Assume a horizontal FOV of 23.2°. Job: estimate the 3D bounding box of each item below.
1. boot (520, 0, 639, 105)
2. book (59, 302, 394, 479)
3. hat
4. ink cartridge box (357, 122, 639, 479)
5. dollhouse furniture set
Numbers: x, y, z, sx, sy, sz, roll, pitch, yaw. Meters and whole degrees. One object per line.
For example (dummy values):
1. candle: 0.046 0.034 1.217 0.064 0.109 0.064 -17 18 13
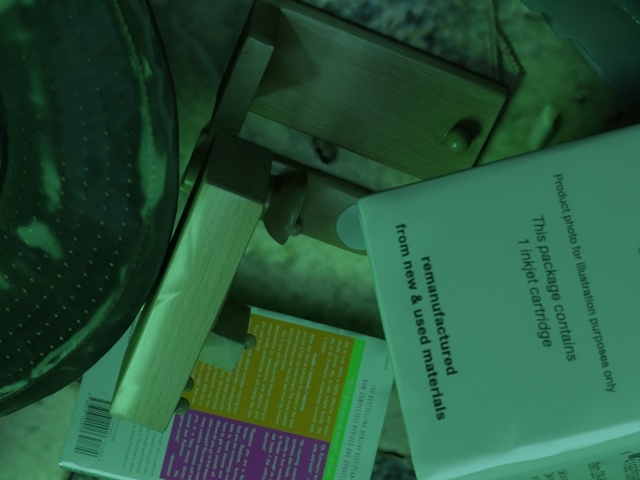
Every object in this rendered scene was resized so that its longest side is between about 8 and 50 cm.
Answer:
1. boot: 0.191 -0.283 0.524 0.367 0.146 0.445 36 118 -27
2. book: -0.043 0.080 0.748 0.144 0.035 0.096 15 76 -4
3. hat: -0.205 -0.083 0.631 0.331 0.134 0.331 3 119 6
4. ink cartridge box: 0.182 0.030 0.643 0.289 0.211 0.121 -14 70 8
5. dollhouse furniture set: 0.000 0.000 0.673 0.123 0.151 0.144 21 116 -8
